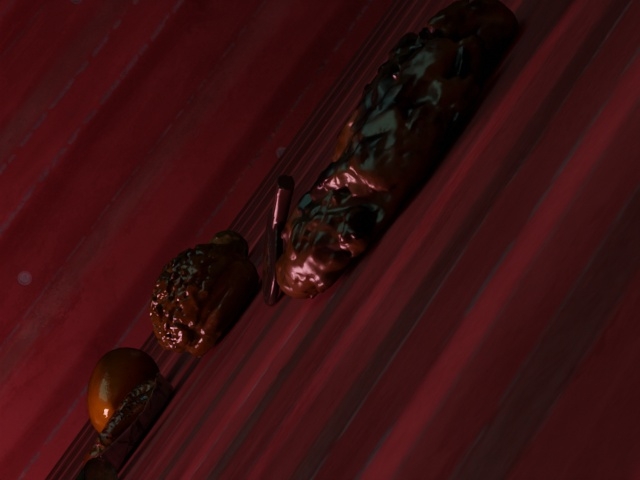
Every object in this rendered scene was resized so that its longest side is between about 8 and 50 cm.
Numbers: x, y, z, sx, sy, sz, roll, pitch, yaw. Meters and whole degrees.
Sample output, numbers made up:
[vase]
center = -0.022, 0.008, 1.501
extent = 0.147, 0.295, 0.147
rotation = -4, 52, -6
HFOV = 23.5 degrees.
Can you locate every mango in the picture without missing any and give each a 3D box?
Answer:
[mango]
center = -0.304, 0.231, 2.312
extent = 0.141, 0.102, 0.217
rotation = -59, 3, 5

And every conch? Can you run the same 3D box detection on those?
[conch]
center = -0.161, 0.021, 2.564
extent = 0.089, 0.074, 0.121
rotation = -42, 11, 7

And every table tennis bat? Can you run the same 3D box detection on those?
[table tennis bat]
center = 0.000, 0.000, 1.706
extent = 0.107, 0.119, 0.170
rotation = -97, 13, -45

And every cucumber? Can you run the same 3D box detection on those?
[cucumber]
center = -0.300, 0.328, 1.971
extent = 0.105, 0.048, 0.048
rotation = -55, 3, 33

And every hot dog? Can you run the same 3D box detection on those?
[hot dog]
center = -0.269, 0.259, 2.097
extent = 0.192, 0.053, 0.099
rotation = -53, 1, -20

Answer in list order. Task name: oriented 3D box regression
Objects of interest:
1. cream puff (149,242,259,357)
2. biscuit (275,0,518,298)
[cream puff]
center = -0.160, 0.071, 2.027
extent = 0.165, 0.115, 0.150
rotation = -55, 9, -27
[biscuit]
center = 0.058, -0.093, 1.427
extent = 0.334, 0.081, 0.289
rotation = -55, 5, -8
